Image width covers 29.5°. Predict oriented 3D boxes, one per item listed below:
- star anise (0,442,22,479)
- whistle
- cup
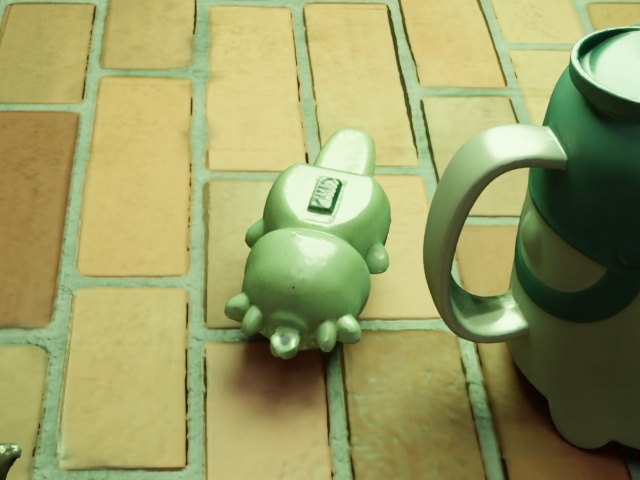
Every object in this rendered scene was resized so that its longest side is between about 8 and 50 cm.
[{"bbox_3d":[-0.322,0.188,0.660,0.331,0.118,0.332,0,33,0],"label":"star anise"},{"bbox_3d":[0.000,0.000,0.917,0.110,0.092,0.244,9,43,8],"label":"whistle"},{"bbox_3d":[0.215,-0.007,0.827,0.289,0.258,0.219,-4,37,-9],"label":"cup"}]
